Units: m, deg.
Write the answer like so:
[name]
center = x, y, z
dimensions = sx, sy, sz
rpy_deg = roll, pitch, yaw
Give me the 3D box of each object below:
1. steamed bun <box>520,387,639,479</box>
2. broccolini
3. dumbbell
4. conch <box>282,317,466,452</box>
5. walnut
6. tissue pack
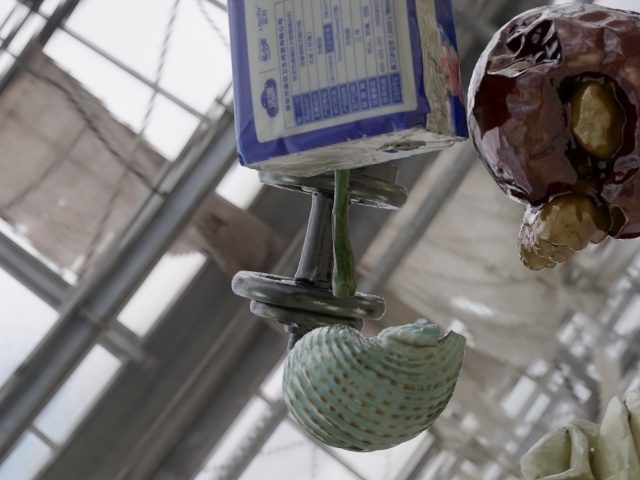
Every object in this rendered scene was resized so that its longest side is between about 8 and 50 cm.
[steamed bun]
center = 0.378, 0.293, 1.940
dimensions = 0.289, 0.203, 0.276
rpy_deg = -41, -3, 3
[broccolini]
center = 0.033, -0.056, 1.672
dimensions = 0.071, 0.057, 0.254
rpy_deg = -34, -52, -46
[dumbbell]
center = 0.000, 0.000, 1.924
dimensions = 0.192, 0.192, 0.290
rpy_deg = 11, -90, -61
[conch]
center = 0.058, 0.153, 1.613
dimensions = 0.172, 0.200, 0.131
rpy_deg = 19, -109, -40
[walnut]
center = 0.240, -0.091, 1.422
dimensions = 0.269, 0.221, 0.244
rpy_deg = -48, -33, -77
[tissue pack]
center = 0.023, -0.203, 1.403
dimensions = 0.137, 0.209, 0.270
rpy_deg = 5, -104, -51
